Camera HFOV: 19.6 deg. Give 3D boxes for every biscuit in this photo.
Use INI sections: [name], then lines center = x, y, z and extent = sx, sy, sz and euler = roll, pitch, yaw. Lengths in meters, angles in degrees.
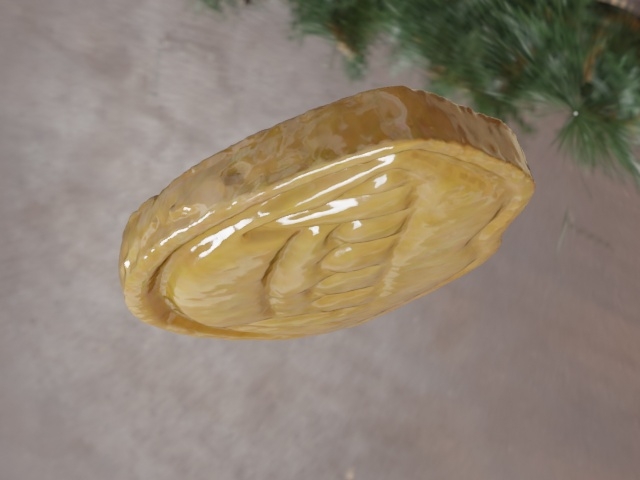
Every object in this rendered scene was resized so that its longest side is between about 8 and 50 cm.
[biscuit]
center = 0.000, 0.000, 0.642
extent = 0.141, 0.221, 0.029
euler = -9, 74, -12
